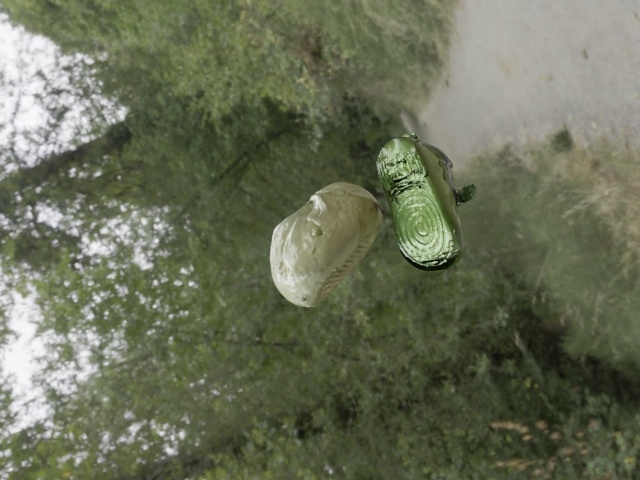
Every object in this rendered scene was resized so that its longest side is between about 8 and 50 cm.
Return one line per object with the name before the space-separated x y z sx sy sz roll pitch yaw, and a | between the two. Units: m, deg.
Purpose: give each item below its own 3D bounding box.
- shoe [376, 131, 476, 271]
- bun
shoe | 0.203 -0.075 1.320 0.140 0.128 0.262 -19 96 54
bun | 0.000 0.000 1.363 0.160 0.259 0.259 39 -178 13
